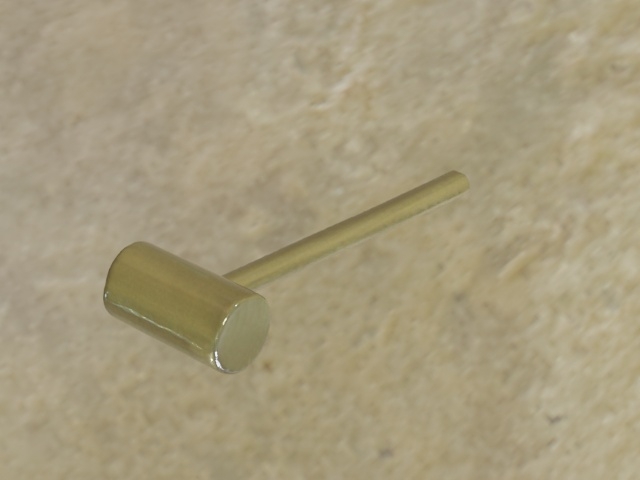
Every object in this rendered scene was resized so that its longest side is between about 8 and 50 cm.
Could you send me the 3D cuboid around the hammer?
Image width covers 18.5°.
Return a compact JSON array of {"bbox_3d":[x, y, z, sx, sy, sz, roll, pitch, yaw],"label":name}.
[{"bbox_3d":[0.000,0.000,0.461,0.035,0.110,0.019,24,124,34],"label":"hammer"}]
